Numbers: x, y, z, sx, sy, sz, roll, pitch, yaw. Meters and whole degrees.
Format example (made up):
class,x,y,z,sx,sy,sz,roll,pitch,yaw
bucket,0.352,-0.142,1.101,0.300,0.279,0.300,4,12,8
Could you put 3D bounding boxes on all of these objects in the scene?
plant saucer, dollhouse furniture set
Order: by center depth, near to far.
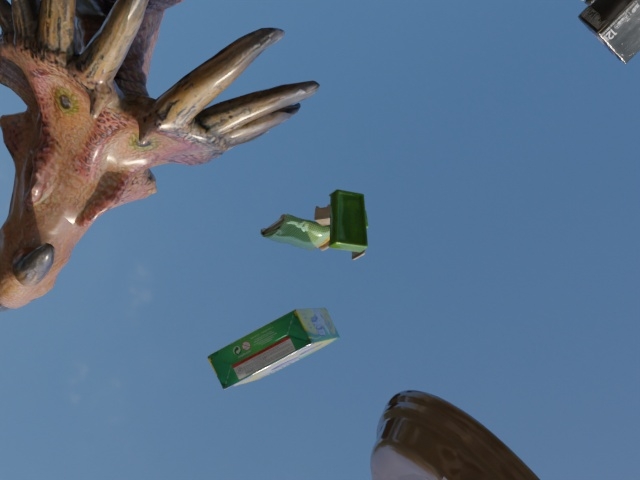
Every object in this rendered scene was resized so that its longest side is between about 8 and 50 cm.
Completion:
class,x,y,z,sx,sy,sz,roll,pitch,yaw
plant saucer,0.121,0.235,0.755,0.041,0.278,0.278,-30,-130,-19
dollhouse furniture set,0.000,0.000,1.094,0.151,0.076,0.059,-31,-126,57

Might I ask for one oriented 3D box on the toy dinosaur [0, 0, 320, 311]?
class,x,y,z,sx,sy,sz,roll,pitch,yaw
toy dinosaur,-0.067,-0.135,0.344,0.127,0.296,0.200,-3,-145,6

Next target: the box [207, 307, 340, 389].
class,x,y,z,sx,sy,sz,roll,pitch,yaw
box,-0.043,0.111,1.100,0.105,0.179,0.043,-28,-96,9

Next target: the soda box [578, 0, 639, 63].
class,x,y,z,sx,sy,sz,roll,pitch,yaw
soda box,0.359,-0.273,1.108,0.169,0.060,0.053,-45,-147,16

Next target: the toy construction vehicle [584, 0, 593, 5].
class,x,y,z,sx,sy,sz,roll,pitch,yaw
toy construction vehicle,0.214,-0.199,0.695,0.086,0.035,0.098,19,-66,0
